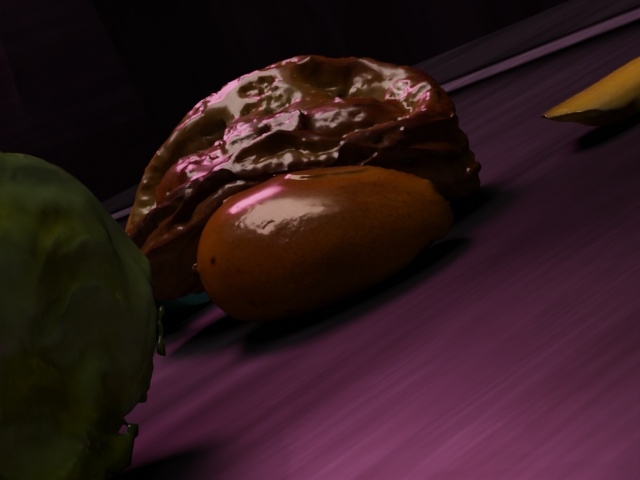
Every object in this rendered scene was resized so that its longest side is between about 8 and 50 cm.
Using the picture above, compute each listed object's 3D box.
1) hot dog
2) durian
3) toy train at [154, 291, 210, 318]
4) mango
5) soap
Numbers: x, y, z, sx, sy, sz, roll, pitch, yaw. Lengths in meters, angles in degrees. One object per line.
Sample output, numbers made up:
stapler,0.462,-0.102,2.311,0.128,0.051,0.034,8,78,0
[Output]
hot dog,-0.025,-0.052,1.048,0.259,0.114,0.175,-18,31,-4
durian,-0.204,0.073,0.720,0.340,0.204,0.256,-32,-11,35
toy train,-0.186,0.048,1.205,0.248,0.101,0.159,-19,-6,41
mango,-0.003,-0.003,0.918,0.159,0.084,0.105,-24,13,12
soap,0.226,-0.111,1.088,0.168,0.033,0.089,-29,6,-21
